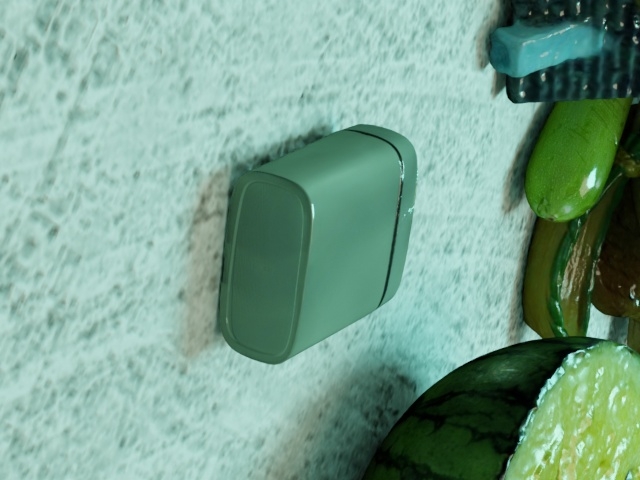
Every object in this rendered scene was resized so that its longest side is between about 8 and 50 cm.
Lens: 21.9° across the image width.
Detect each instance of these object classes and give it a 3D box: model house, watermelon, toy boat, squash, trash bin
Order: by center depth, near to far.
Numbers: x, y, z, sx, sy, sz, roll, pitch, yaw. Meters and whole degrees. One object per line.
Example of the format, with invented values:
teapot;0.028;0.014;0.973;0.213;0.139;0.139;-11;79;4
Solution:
trash bin;0.000;0.000;0.977;0.130;0.059;0.116;-28;129;-56
model house;0.241;-0.227;1.202;0.241;0.226;0.261;-21;127;-24
watermelon;0.115;0.222;1.215;0.331;0.189;0.330;-7;98;-55
squash;0.224;-0.100;1.380;0.201;0.066;0.066;-62;153;-25
toy boat;0.233;0.008;1.440;0.089;0.088;0.229;-18;122;-60

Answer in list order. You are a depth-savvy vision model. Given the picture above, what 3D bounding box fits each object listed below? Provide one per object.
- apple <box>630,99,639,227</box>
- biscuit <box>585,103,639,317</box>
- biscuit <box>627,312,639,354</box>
apple;0.429;-0.080;1.471;0.319;0.277;0.319;-3;95;-47
biscuit;0.291;-0.027;1.572;0.212;0.036;0.212;-15;109;-54
biscuit;0.362;-0.007;1.757;0.208;0.041;0.290;-24;122;-58
